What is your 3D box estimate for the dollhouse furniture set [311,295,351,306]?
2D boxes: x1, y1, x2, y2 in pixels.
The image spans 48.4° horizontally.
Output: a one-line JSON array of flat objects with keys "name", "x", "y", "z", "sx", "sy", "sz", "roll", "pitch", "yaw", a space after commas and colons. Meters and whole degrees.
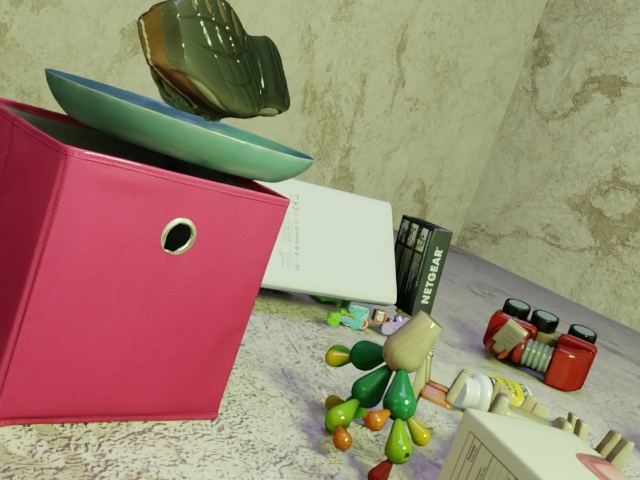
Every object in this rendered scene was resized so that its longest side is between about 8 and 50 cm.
[{"name": "dollhouse furniture set", "x": -0.058, "y": -0.001, "z": 1.460, "sx": 0.302, "sy": 0.197, "sz": 0.151, "roll": 14, "pitch": 12, "yaw": -31}]

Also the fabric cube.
[{"name": "fabric cube", "x": -0.233, "y": 0.020, "z": 0.755, "sx": 0.254, "sy": 0.258, "sz": 0.259, "roll": 12, "pitch": 11, "yaw": -44}]

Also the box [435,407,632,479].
[{"name": "box", "x": 0.190, "y": 0.255, "z": 0.543, "sx": 0.127, "sy": 0.148, "sz": 0.232, "roll": 16, "pitch": 9, "yaw": -20}]

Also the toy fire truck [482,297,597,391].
[{"name": "toy fire truck", "x": 0.429, "y": 0.212, "z": 1.416, "sx": 0.217, "sy": 0.158, "sz": 0.246, "roll": 23, "pitch": 21, "yaw": 22}]

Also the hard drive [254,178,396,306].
[{"name": "hard drive", "x": 0.000, "y": 0.000, "z": 1.323, "sx": 0.319, "sy": 0.210, "sz": 0.040, "roll": 11, "pitch": -23, "yaw": -31}]

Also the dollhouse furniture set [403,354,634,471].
[{"name": "dollhouse furniture set", "x": 0.219, "y": 0.250, "z": 0.847, "sx": 0.262, "sy": 0.135, "sz": 0.259, "roll": 21, "pitch": -3, "yaw": 13}]

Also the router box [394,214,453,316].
[{"name": "router box", "x": 0.188, "y": 0.051, "z": 1.404, "sx": 0.046, "sy": 0.178, "sz": 0.133, "roll": 10, "pitch": 10, "yaw": -24}]

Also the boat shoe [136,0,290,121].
[{"name": "boat shoe", "x": -0.129, "y": -0.185, "z": 0.807, "sx": 0.120, "sy": 0.122, "sz": 0.324, "roll": -10, "pitch": -1, "yaw": 13}]

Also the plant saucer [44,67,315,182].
[{"name": "plant saucer", "x": -0.162, "y": -0.127, "z": 0.829, "sx": 0.318, "sy": 0.043, "sz": 0.317, "roll": 18, "pitch": 8, "yaw": -3}]

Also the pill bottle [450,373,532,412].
[{"name": "pill bottle", "x": 0.257, "y": 0.239, "z": 1.079, "sx": 0.116, "sy": 0.065, "sz": 0.065, "roll": 15, "pitch": 9, "yaw": -20}]

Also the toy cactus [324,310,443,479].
[{"name": "toy cactus", "x": 0.078, "y": 0.166, "z": 0.823, "sx": 0.112, "sy": 0.180, "sz": 0.219, "roll": 37, "pitch": 8, "yaw": -18}]

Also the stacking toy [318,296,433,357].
[{"name": "stacking toy", "x": 0.101, "y": 0.155, "z": 1.346, "sx": 0.221, "sy": 0.052, "sz": 0.167, "roll": 15, "pitch": 7, "yaw": -11}]
